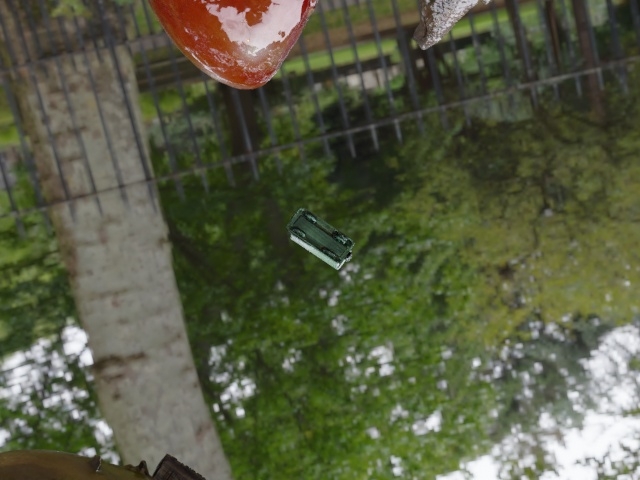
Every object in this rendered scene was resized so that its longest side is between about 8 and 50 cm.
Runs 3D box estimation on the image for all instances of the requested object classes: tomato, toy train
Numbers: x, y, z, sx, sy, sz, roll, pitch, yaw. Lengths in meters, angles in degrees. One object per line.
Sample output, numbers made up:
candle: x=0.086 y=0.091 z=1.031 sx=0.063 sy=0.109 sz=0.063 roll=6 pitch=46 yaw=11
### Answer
tomato: x=-0.052 y=-0.176 z=0.517 sx=0.082 sy=0.174 sz=0.166 roll=12 pitch=141 yaw=-35
toy train: x=0.000 y=0.000 z=1.251 sx=0.038 sy=0.093 sz=0.056 roll=-54 pitch=169 yaw=-14

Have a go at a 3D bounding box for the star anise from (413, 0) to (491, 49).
star anise: x=0.157 y=-0.349 z=1.000 sx=0.108 sy=0.350 sz=0.292 roll=12 pitch=164 yaw=-1

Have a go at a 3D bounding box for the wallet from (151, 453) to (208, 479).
wallet: x=-0.154 y=0.413 z=1.402 sx=0.230 sy=0.124 sz=0.042 roll=32 pitch=-167 yaw=3

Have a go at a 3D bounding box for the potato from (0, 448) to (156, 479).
potato: x=-0.360 y=0.454 z=1.210 sx=0.296 sy=0.397 sz=0.290 roll=11 pitch=-178 yaw=-37
